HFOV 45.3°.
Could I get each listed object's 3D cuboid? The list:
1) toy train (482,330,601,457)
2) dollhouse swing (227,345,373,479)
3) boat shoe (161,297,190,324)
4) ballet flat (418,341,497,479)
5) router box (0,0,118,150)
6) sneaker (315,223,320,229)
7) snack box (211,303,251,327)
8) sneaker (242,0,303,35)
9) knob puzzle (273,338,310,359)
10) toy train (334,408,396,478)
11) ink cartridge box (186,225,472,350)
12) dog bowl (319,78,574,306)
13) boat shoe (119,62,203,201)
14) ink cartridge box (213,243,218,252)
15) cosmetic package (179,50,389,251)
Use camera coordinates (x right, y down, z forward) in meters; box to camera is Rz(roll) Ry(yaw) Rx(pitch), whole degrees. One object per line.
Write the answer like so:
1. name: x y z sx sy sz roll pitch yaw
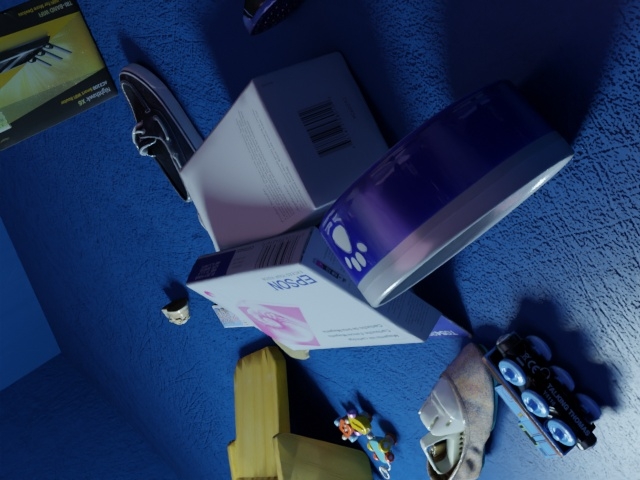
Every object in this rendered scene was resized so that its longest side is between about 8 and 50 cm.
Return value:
1. toy train: 0.293 0.208 1.036 0.184 0.080 0.105 51 157 8
2. dollhouse swing: -0.045 0.443 1.799 0.315 0.305 0.347 18 157 -18
3. boat shoe: -0.373 0.192 2.034 0.059 0.063 0.170 58 160 -9
4. ballet flat: 0.208 0.288 1.192 0.107 0.106 0.316 -118 17 -48
5. router box: -0.608 -0.347 1.569 0.081 0.309 0.243 13 131 52
6. sneaker: 0.000 0.000 1.304 0.083 0.032 0.037 53 151 3
7. snack box: -0.198 0.169 1.782 0.178 0.022 0.064 -13 109 59
8. sneaker: -0.053 -0.359 0.975 0.090 0.081 0.232 56 144 5
9. knob puzzle: -0.065 0.151 1.538 0.213 0.030 0.213 40 141 43
10. toy train: 0.099 0.397 1.554 0.166 0.046 0.125 40 149 32
11. ink cartridge box: 0.005 0.108 1.178 0.330 0.071 0.324 35 152 -26
12. dog bowl: 0.131 -0.047 0.821 0.104 0.265 0.265 53 151 10
13. boat shoe: -0.315 -0.206 1.488 0.301 0.102 0.108 55 151 1
14. ink cartridge box: -0.169 0.024 1.519 0.224 0.045 0.223 12 121 57
15. cosmetic package: -0.067 -0.103 1.152 0.197 0.155 0.365 64 152 1
